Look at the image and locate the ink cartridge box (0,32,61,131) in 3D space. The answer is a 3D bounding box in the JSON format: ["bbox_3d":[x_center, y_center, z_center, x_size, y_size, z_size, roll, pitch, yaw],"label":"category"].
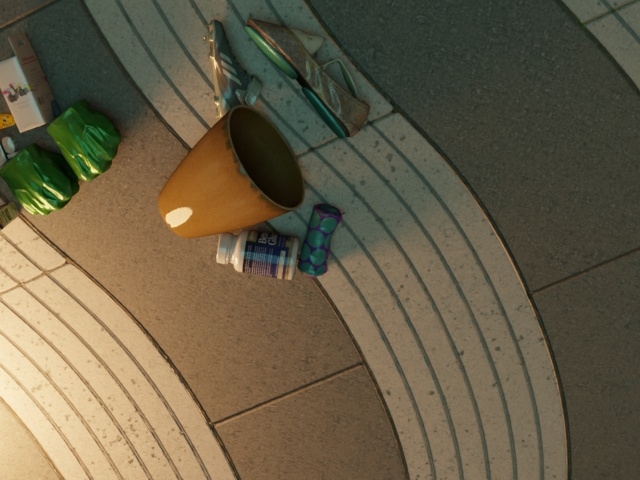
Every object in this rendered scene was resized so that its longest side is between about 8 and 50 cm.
[{"bbox_3d":[-0.606,-0.323,1.848,0.061,0.104,0.181,-17,106,7],"label":"ink cartridge box"}]

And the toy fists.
[{"bbox_3d":[-0.536,-0.164,1.907,0.279,0.096,0.142,-37,93,15],"label":"toy fists"}]

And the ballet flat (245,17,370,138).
[{"bbox_3d":[-0.017,-0.349,1.832,0.106,0.107,0.316,-44,108,-6],"label":"ballet flat"}]

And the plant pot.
[{"bbox_3d":[-0.201,-0.110,1.858,0.254,0.237,0.237,-30,105,26],"label":"plant pot"}]

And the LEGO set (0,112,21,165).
[{"bbox_3d":[-0.678,-0.265,1.880,0.093,0.087,0.227,-15,108,7],"label":"LEGO set"}]

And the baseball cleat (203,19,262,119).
[{"bbox_3d":[-0.177,-0.349,1.852,0.109,0.072,0.206,-7,113,-10],"label":"baseball cleat"}]

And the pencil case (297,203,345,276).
[{"bbox_3d":[0.000,0.000,1.954,0.070,0.064,0.152,19,109,13],"label":"pencil case"}]

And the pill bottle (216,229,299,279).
[{"bbox_3d":[-0.134,0.027,1.952,0.169,0.094,0.094,9,109,-1],"label":"pill bottle"}]

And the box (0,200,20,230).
[{"bbox_3d":[-0.763,-0.020,1.951,0.206,0.114,0.036,-20,106,8],"label":"box"}]
